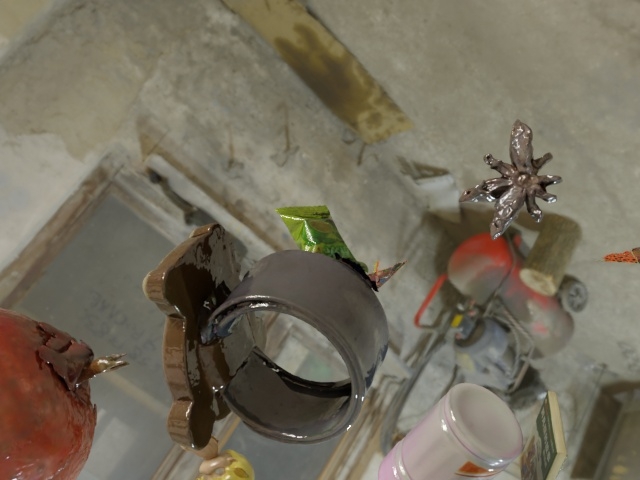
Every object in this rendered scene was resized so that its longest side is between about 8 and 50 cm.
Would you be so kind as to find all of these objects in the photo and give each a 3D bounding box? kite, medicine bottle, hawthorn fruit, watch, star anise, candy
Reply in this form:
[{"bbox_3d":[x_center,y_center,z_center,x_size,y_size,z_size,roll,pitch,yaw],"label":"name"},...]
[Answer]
[{"bbox_3d":[0.613,0.029,1.183,0.125,0.222,0.008,28,126,52],"label":"kite"},{"bbox_3d":[0.296,0.499,1.541,0.202,0.202,0.315,33,124,0],"label":"medicine bottle"},{"bbox_3d":[0.150,0.092,1.798,0.159,0.190,0.010,-87,-24,-67],"label":"kite"},{"bbox_3d":[-0.357,0.189,0.722,0.276,0.308,0.275,161,90,-75],"label":"hawthorn fruit"},{"bbox_3d":[-0.070,0.150,1.060,0.327,0.314,0.335,-3,114,21],"label":"watch"},{"bbox_3d":[0.446,-0.129,1.534,0.198,0.257,0.110,43,-178,19],"label":"star anise"},{"bbox_3d":[0.000,0.000,1.560,0.246,0.149,0.069,62,140,37],"label":"candy"}]

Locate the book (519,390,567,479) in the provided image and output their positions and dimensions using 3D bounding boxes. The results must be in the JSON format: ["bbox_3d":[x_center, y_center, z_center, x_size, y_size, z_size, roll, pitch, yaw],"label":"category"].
[{"bbox_3d":[0.539,0.531,1.622,0.027,0.202,0.264,11,123,6],"label":"book"}]

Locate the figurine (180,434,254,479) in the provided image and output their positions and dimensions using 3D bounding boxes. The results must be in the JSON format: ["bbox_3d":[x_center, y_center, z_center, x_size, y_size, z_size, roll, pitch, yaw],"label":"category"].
[{"bbox_3d":[-0.231,0.502,1.483,0.156,0.131,0.246,-25,100,32],"label":"figurine"}]
